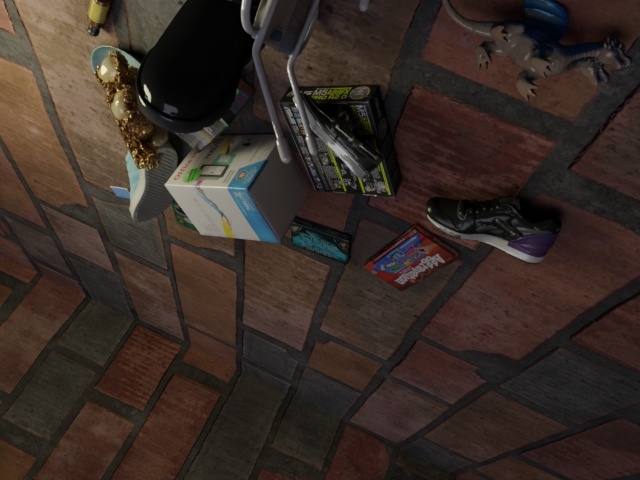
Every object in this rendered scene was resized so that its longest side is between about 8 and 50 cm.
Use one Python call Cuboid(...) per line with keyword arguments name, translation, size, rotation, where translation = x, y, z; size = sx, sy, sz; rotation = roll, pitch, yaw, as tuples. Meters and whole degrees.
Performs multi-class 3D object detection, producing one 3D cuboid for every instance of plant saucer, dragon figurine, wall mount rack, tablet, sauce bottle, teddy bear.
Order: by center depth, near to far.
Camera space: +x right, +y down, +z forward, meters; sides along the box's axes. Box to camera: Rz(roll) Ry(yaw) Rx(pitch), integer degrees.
Cuboid(name="dragon figurine", translation=(0.319, -0.313, 0.796), size=(0.289, 0.144, 0.085), rotation=(40, 153, 17))
Cuboid(name="wall mount rack", translation=(-0.027, -0.294, 0.825), size=(0.130, 0.350, 0.304), rotation=(25, 106, 6))
Cuboid(name="sauce bottle", translation=(-0.504, -0.511, 1.171), size=(0.042, 0.042, 0.128), rotation=(38, 148, -17))
Cuboid(name="teddy bear", translation=(-0.428, -0.295, 1.218), size=(0.245, 0.113, 0.338), rotation=(59, 164, 27))
Cuboid(name="plant saucer", translation=(-0.479, -0.410, 1.301), size=(0.194, 0.038, 0.195), rotation=(20, 147, 13))
Cuboid(name="tablet", translation=(-0.704, -0.170, 1.841), size=(0.083, 0.006, 0.054), rotation=(10, 144, 25))

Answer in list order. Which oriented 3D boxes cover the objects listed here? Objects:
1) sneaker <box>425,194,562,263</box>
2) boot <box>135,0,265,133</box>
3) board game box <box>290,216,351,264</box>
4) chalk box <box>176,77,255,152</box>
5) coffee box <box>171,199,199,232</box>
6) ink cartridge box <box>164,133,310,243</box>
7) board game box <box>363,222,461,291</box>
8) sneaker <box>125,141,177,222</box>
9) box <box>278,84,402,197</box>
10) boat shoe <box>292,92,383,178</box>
Cuboid(name="sneaker", translation=(0.375, -0.061, 1.129), size=(0.283, 0.107, 0.124), rotation=(19, 133, 6))
Cuboid(name="boot", translation=(-0.121, -0.412, 0.686), size=(0.146, 0.367, 0.445), rotation=(23, 142, -6))
Cuboid(name="board game box", translation=(0.000, 0.000, 1.539), size=(0.186, 0.026, 0.126), rotation=(19, 148, 14))
Cuboid(name="chalk box", translation=(-0.249, -0.319, 1.172), size=(0.132, 0.132, 0.213), rotation=(42, 144, -20))
Cuboid(name="coffee box", translation=(-0.428, -0.101, 1.701), size=(0.113, 0.041, 0.184), rotation=(21, 148, 10))
Cuboid(name="ink cartridge box", translation=(-0.209, -0.137, 1.337), size=(0.269, 0.198, 0.197), rotation=(5, 143, 30))
Cuboid(name="board game box", translation=(0.244, 0.055, 1.436), size=(0.145, 0.027, 0.281), rotation=(32, 148, -9))
Cuboid(name="sneaker", translation=(-0.513, -0.203, 1.545), size=(0.150, 0.135, 0.366), rotation=(57, 140, 19))
Cuboid(name="box", translation=(0.051, -0.217, 1.160), size=(0.216, 0.060, 0.270), rotation=(7, 143, 29))
Cuboid(name="boat shoe", translation=(0.038, -0.224, 1.044), size=(0.070, 0.078, 0.219), rotation=(-40, 109, 19))
